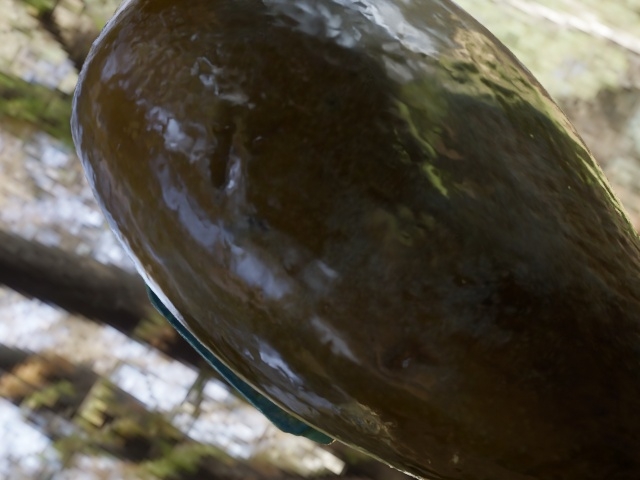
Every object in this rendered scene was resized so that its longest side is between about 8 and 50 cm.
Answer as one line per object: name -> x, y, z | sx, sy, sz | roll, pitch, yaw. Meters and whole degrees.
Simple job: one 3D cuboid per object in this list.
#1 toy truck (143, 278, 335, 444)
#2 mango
toy truck -> 0.000, 0.000, 0.928 | 0.156, 0.155, 0.279 | -43, 6, 27
mango -> 0.035, -0.001, 0.643 | 0.193, 0.316, 0.146 | -31, -24, -44
